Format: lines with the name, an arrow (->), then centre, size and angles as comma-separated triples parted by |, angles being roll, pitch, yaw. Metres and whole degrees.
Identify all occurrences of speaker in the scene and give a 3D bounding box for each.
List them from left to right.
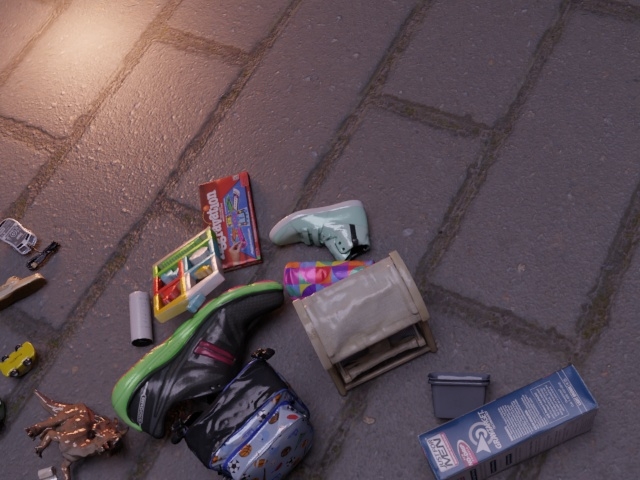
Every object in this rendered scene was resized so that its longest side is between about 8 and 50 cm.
speaker -> -0.458, 0.200, 1.968 | 0.055, 0.055, 0.136 | -15, 60, 5

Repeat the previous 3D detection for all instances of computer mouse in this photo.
computer mouse -> -0.832, 0.003, 2.177 | 0.193, 0.042, 0.106 | 34, 79, 21

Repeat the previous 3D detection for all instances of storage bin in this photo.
storage bin -> 0.304, 0.340, 1.693 | 0.135, 0.098, 0.091 | 0, 90, 13

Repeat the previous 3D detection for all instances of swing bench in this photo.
swing bench -> 0.105, 0.189, 1.720 | 0.253, 0.255, 0.165 | -26, 59, -1

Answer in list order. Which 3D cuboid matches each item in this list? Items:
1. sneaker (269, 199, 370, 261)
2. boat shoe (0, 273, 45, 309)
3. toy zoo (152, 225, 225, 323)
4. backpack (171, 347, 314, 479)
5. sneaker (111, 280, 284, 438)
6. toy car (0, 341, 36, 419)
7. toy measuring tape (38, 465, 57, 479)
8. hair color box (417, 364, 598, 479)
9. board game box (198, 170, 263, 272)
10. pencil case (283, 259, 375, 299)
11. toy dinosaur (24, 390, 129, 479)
sneaker -> 0.000, 0.000, 1.944 | 0.255, 0.094, 0.151 | -16, 63, 6
boat shoe -> -0.831, 0.127, 2.094 | 0.170, 0.063, 0.059 | -28, 65, -2
toy zoo -> -0.330, 0.090, 1.914 | 0.192, 0.030, 0.293 | -34, 30, 7
backpack -> -0.134, 0.404, 1.660 | 0.276, 0.263, 0.213 | -41, 66, -5
sneaker -> -0.264, 0.277, 1.839 | 0.482, 0.185, 0.202 | -41, 89, -13
toy car -> -0.831, 0.383, 1.962 | 0.238, 0.053, 0.225 | -11, 60, 8
toy measuring tape -> -0.620, 0.659, 1.725 | 0.121, 0.121, 0.330 | -19, 59, 3
hair color box -> 0.383, 0.394, 1.588 | 0.347, 0.174, 0.105 | -25, 59, -1
board game box -> -0.243, -0.048, 2.067 | 0.145, 0.027, 0.282 | -16, 60, 7
pencil case -> 0.029, 0.098, 1.882 | 0.236, 0.104, 0.105 | -1, 62, 14
toy dinosaur -> -0.569, 0.447, 1.830 | 0.200, 0.127, 0.295 | -34, 47, -14
